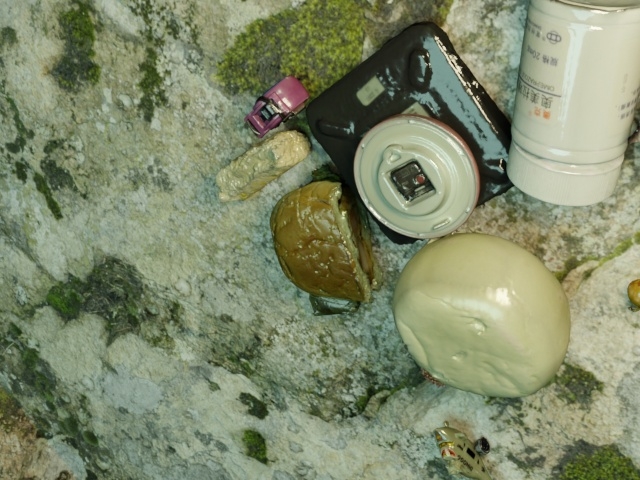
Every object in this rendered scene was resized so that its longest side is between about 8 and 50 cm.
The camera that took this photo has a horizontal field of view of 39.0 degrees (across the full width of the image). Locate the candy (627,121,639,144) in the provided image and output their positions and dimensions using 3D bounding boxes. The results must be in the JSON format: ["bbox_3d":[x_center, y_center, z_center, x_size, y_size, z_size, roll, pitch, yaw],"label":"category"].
[{"bbox_3d":[0.564,-0.252,1.320,0.115,0.155,0.265,25,138,8],"label":"candy"}]

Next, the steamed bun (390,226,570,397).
[{"bbox_3d":[0.318,0.128,1.700,0.312,0.233,0.334,9,141,28],"label":"steamed bun"}]

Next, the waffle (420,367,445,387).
[{"bbox_3d":[0.258,0.286,1.977,0.083,0.029,0.075,42,133,1],"label":"waffle"}]

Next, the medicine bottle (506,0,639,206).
[{"bbox_3d":[0.407,-0.237,1.436,0.190,0.190,0.332,17,126,24],"label":"medicine bottle"}]

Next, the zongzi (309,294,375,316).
[{"bbox_3d":[0.039,0.100,1.991,0.154,0.062,0.130,-6,103,29],"label":"zongzi"}]

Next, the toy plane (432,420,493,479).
[{"bbox_3d":[0.351,0.517,2.020,0.286,0.108,0.092,44,132,-15],"label":"toy plane"}]

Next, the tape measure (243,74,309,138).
[{"bbox_3d":[-0.082,-0.267,1.792,0.074,0.118,0.125,50,150,-6],"label":"tape measure"}]

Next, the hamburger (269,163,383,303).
[{"bbox_3d":[0.000,0.000,1.898,0.211,0.132,0.309,-2,118,32],"label":"hamburger"}]

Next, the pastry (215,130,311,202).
[{"bbox_3d":[-0.127,-0.152,1.905,0.258,0.121,0.089,-26,76,48],"label":"pastry"}]

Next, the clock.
[{"bbox_3d":[0.173,-0.113,1.641,0.244,0.056,0.244,15,122,25],"label":"clock"}]

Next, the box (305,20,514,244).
[{"bbox_3d":[0.172,-0.187,1.692,0.359,0.091,0.350,-33,98,40],"label":"box"}]

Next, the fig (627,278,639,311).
[{"bbox_3d":[0.579,0.104,1.642,0.050,0.050,0.083,23,146,20],"label":"fig"}]
